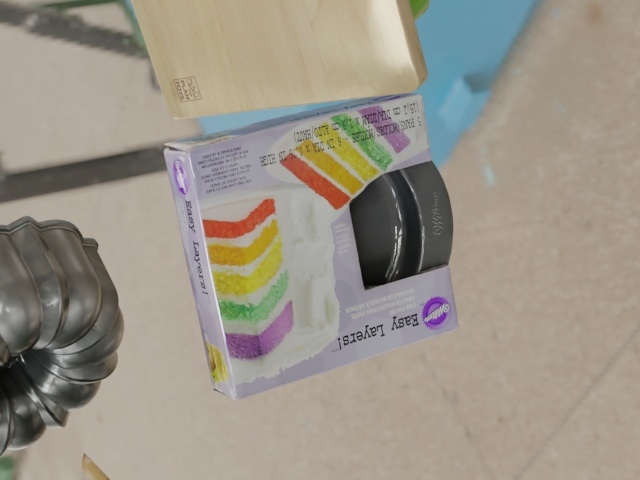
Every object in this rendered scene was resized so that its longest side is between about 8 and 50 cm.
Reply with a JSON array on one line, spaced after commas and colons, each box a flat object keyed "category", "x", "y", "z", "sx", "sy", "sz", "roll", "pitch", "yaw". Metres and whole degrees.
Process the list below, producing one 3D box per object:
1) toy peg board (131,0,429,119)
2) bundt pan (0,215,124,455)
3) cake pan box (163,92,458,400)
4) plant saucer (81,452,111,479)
[{"category": "toy peg board", "x": -0.022, "y": -0.162, "z": 0.883, "sx": 0.161, "sy": 0.079, "sz": 0.161, "roll": -4, "pitch": 114, "yaw": 30}, {"category": "bundt pan", "x": -0.368, "y": 0.134, "z": 1.875, "sx": 0.124, "sy": 0.331, "sz": 0.331, "roll": 49, "pitch": 141, "yaw": 31}, {"category": "cake pan box", "x": 0.000, "y": 0.000, "z": 1.538, "sx": 0.070, "sy": 0.267, "sz": 0.245, "roll": 16, "pitch": 118, "yaw": 61}, {"category": "plant saucer", "x": -0.192, "y": 0.229, "z": 1.462, "sx": 0.083, "sy": 0.015, "sz": 0.083, "roll": 44, "pitch": 167, "yaw": 13}]
